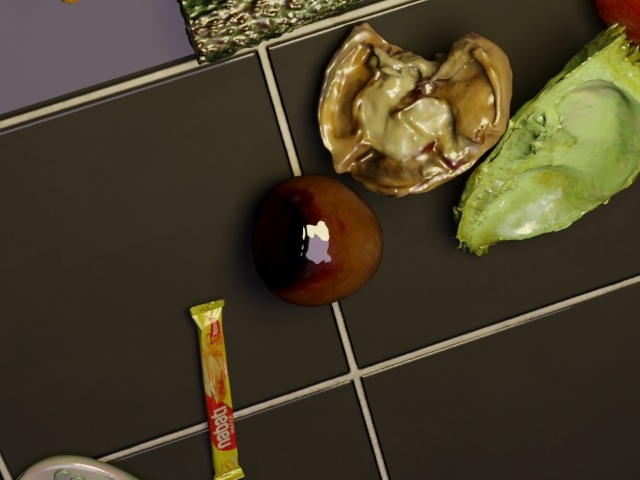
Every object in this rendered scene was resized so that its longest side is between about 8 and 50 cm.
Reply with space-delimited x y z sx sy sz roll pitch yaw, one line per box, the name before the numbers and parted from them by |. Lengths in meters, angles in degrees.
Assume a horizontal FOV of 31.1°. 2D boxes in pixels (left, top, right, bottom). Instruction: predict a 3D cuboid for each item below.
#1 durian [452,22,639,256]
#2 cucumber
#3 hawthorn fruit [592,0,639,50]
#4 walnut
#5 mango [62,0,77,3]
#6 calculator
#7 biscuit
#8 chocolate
durian | 0.298 -0.101 1.428 0.163 0.198 0.394 46 130 9
cucumber | 0.011 -0.307 1.343 0.359 0.096 0.096 -21 117 -6
hawthorn fruit | 0.441 -0.316 1.358 0.215 0.249 0.215 0 89 -12
walnut | 0.120 -0.151 1.399 0.238 0.141 0.204 11 95 27
mango | -0.256 -0.379 1.218 0.126 0.154 0.252 8 99 -9
calculator | -0.304 0.409 1.625 0.299 0.041 0.185 38 102 -23
biscuit | -0.141 0.211 1.580 0.048 0.026 0.292 -18 119 -26
chocolate | 0.000 0.000 1.453 0.176 0.177 0.177 -5 115 -11
